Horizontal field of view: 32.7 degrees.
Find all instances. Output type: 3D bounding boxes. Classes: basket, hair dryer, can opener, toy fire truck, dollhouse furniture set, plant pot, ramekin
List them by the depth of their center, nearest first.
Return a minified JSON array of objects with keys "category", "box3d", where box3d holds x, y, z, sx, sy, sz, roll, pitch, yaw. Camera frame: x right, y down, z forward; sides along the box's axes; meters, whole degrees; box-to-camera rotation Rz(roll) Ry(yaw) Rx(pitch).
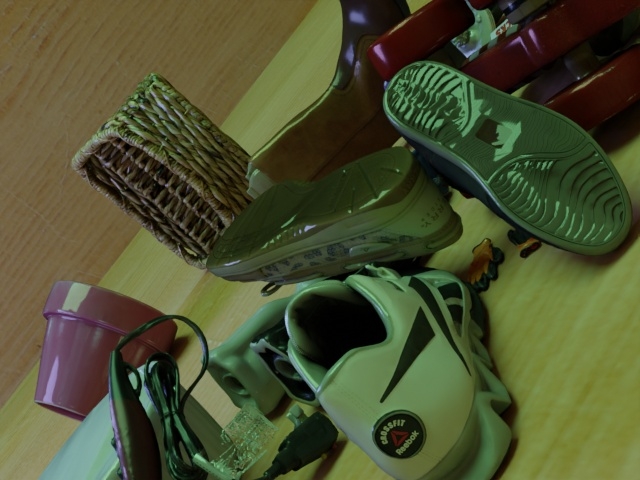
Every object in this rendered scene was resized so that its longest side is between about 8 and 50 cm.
[{"category":"hair dryer","box3d":[-0.144,0.219,0.926,0.293,0.224,0.080,-47,-32,-25]},{"category":"toy fire truck","box3d":[0.209,-0.189,0.986,0.254,0.169,0.302,-37,3,-41]},{"category":"ramekin","box3d":[-0.196,0.262,1.086,0.273,0.127,0.273,-47,14,15]},{"category":"can opener","box3d":[0.150,-0.243,1.489,0.093,0.074,0.280,-16,-11,-42]},{"category":"dollhouse furniture set","box3d":[-0.025,-0.107,1.568,0.161,0.101,0.182,-48,14,8]},{"category":"plant pot","box3d":[-0.338,0.180,1.648,0.201,0.201,0.180,-20,49,63]},{"category":"basket","box3d":[-0.230,-0.096,1.772,0.223,0.299,0.213,-47,15,1]}]

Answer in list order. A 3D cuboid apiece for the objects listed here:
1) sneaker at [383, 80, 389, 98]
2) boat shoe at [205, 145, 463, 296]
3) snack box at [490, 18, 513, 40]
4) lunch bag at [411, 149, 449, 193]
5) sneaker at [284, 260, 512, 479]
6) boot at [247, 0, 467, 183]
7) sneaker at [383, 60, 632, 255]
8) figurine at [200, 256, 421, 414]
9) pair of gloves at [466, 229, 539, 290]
[{"category":"sneaker","box3d":[0.119,-0.146,1.223,0.095,0.104,0.236,-46,16,12]},{"category":"boat shoe","box3d":[0.000,0.000,0.990,0.285,0.089,0.104,-15,39,50]},{"category":"snack box","box3d":[0.251,-0.244,1.119,0.178,0.064,0.022,-39,52,57]},{"category":"lunch bag","box3d":[0.087,-0.044,1.140,0.067,0.065,0.098,-41,4,-41]},{"category":"sneaker","box3d":[0.043,0.064,0.829,0.122,0.146,0.330,-52,12,8]},{"category":"boot","box3d":[0.010,-0.198,1.366,0.280,0.264,0.096,-46,25,10]},{"category":"sneaker","box3d":[0.154,-0.053,0.843,0.083,0.222,0.118,-48,-31,0]},{"category":"figurine","box3d":[0.001,0.070,1.095,0.209,0.092,0.215,-48,11,-28]},{"category":"pair of gloves","box3d":[0.154,0.005,0.916,0.083,0.010,0.074,-42,16,27]}]
